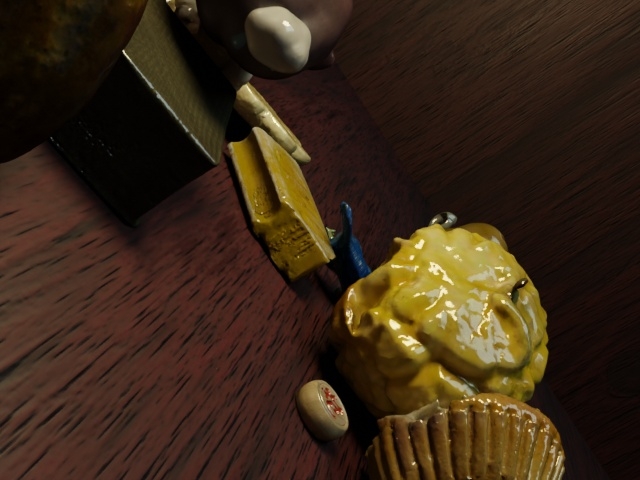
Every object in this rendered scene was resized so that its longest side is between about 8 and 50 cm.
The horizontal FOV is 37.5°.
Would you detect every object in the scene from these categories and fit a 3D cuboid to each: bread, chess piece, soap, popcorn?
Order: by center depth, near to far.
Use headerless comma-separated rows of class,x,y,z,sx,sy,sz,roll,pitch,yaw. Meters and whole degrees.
chess piece,0.002,0.228,1.260,0.084,0.038,0.084,52,13,-18
bread,0.199,0.324,1.268,0.274,0.274,0.149,48,26,-33
popcorn,0.177,0.167,1.465,0.349,0.382,0.349,10,46,-10
soap,-0.060,-0.048,1.553,0.160,0.080,0.257,41,21,-50
bread,-0.131,-0.255,1.731,0.316,0.054,0.316,50,3,-4

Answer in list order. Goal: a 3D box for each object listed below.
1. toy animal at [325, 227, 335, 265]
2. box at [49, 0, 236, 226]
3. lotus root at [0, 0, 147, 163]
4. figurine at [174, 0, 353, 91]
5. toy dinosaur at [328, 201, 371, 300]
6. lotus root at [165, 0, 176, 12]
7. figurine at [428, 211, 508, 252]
toy animal,0.000,-0.008,1.758,0.217,0.041,0.075,45,19,-26
box,-0.218,-0.169,1.164,0.184,0.143,0.273,51,16,-23
lotus root,-0.265,-0.225,0.872,0.193,0.291,0.193,40,7,-6
figurine,-0.120,-0.305,1.288,0.206,0.365,0.218,-24,97,-39
toy dinosaur,0.059,0.053,1.602,0.188,0.075,0.248,-179,-110,-75
lotus root,-0.242,-0.386,1.559,0.145,0.128,0.260,21,13,4
figurine,0.254,0.066,1.946,0.167,0.285,0.342,38,22,-49
